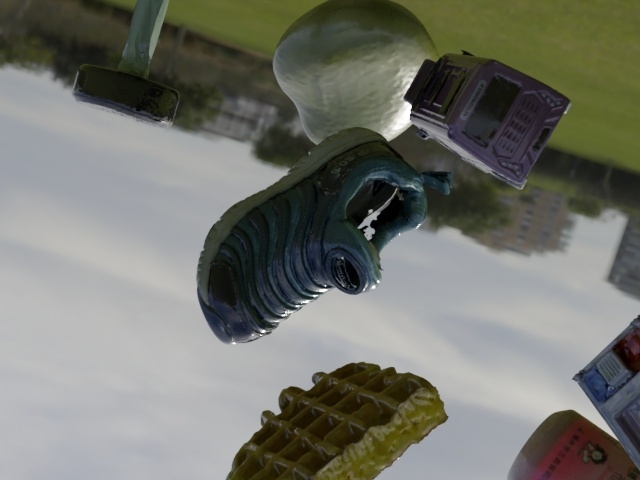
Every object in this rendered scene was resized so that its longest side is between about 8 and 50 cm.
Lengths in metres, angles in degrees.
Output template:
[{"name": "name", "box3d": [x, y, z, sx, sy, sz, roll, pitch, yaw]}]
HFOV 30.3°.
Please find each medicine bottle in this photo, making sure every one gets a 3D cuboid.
[{"name": "medicine bottle", "box3d": [0.359, 0.325, 1.446, 0.247, 0.147, 0.147, 35, -167, 24]}]

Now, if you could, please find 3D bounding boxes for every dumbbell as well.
[{"name": "dumbbell", "box3d": [-0.160, -0.207, 1.100, 0.100, 0.191, 0.100, 15, 180, 0]}]

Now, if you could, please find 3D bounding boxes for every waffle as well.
[{"name": "waffle", "box3d": [-0.009, 0.212, 1.268, 0.057, 0.229, 0.219, 62, 160, -18]}]

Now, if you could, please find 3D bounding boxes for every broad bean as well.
[{"name": "broad bean", "box3d": [0.042, -0.187, 1.341, 0.189, 0.121, 0.263, 0, 166, 3]}]

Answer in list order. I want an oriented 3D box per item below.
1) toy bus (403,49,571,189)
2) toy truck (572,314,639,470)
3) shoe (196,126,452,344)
[{"name": "toy bus", "box3d": [0.134, -0.108, 0.985, 0.098, 0.087, 0.178, 27, -174, -11]}, {"name": "toy truck", "box3d": [0.355, 0.190, 1.022, 0.155, 0.124, 0.268, 0, -132, -44]}, {"name": "shoe", "box3d": [0.000, 0.000, 0.865, 0.106, 0.207, 0.091, 29, 153, 48]}]
